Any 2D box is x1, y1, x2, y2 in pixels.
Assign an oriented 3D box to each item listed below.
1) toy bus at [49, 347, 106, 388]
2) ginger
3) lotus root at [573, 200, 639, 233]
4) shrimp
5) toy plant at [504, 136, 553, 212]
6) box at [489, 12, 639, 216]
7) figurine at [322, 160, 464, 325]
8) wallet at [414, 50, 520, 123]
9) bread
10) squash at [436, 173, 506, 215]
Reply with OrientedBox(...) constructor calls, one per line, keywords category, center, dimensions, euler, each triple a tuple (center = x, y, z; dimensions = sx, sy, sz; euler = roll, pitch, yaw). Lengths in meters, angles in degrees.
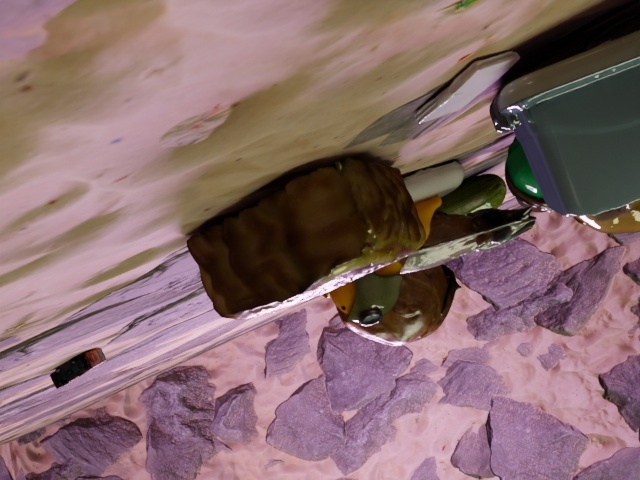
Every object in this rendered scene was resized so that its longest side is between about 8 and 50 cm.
OrientedBox(category="toy bus", center=(-0.393, 0.206, 1.113), dimensions=(0.110, 0.031, 0.043), euler=(-29, 178, 34))
OrientedBox(category="ginger", center=(0.124, 0.094, 1.356), dimensions=(0.223, 0.201, 0.269), euler=(24, -177, -39))
OrientedBox(category="lotus root", center=(0.364, -0.119, 0.730), dimensions=(0.342, 0.151, 0.169), euler=(-31, 153, -41))
OrientedBox(category="shrimp", center=(0.144, -0.012, 0.953), dimensions=(0.316, 0.062, 0.164), euler=(-12, -155, 30))
OrientedBox(category="toy plant", center=(0.290, -0.102, 0.840), dimensions=(0.142, 0.105, 0.200), euler=(-34, 161, -5))
OrientedBox(category="box", center=(0.252, -0.107, 0.522), dimensions=(0.226, 0.130, 0.162), euler=(-21, -178, 12))
OrientedBox(category="figurine", center=(0.089, 0.012, 0.831), dimensions=(0.249, 0.141, 0.166), euler=(-24, 172, -8))
OrientedBox(category="wallet", center=(0.105, -0.110, 0.501), dimensions=(0.044, 0.011, 0.083), euler=(-20, 172, -28))
OrientedBox(category="bread", center=(0.000, 0.000, 0.641), dimensions=(0.181, 0.096, 0.222), euler=(-25, 174, 25))
OrientedBox(category="squash", center=(0.183, -0.035, 1.090), dimensions=(0.238, 0.069, 0.069), euler=(-26, 173, 12))
